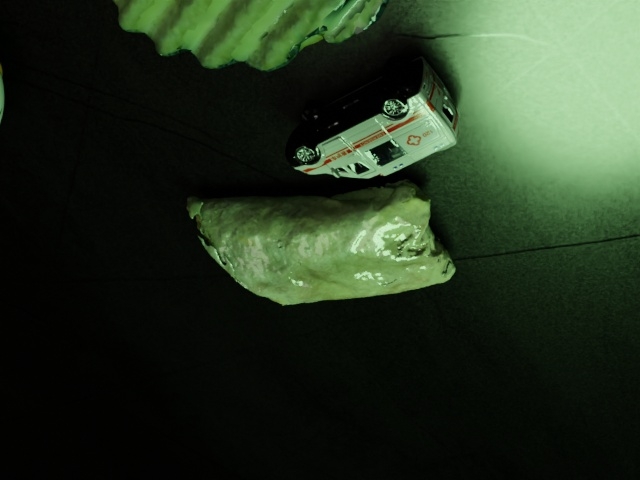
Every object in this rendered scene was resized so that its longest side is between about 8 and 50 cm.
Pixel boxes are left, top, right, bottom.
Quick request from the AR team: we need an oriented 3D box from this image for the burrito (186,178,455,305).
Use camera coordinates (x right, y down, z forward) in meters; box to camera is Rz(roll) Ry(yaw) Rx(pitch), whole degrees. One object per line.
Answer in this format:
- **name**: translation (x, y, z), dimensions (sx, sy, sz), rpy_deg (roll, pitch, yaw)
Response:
- **burrito**: translation (0.001, 0.011, 1.354), dimensions (0.348, 0.107, 0.175), rpy_deg (-3, 117, 14)

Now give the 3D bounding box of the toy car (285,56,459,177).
- **toy car**: translation (0.061, -0.130, 1.216), dimensions (0.210, 0.089, 0.108), rpy_deg (-24, 127, 27)

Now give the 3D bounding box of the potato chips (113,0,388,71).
- **potato chips**: translation (-0.075, -0.348, 1.071), dimensions (0.358, 0.070, 0.429), rpy_deg (37, 129, -16)

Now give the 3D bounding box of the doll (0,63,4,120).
- **doll**: translation (-0.509, -0.159, 1.232), dimensions (0.213, 0.236, 0.213), rpy_deg (10, 130, 12)
